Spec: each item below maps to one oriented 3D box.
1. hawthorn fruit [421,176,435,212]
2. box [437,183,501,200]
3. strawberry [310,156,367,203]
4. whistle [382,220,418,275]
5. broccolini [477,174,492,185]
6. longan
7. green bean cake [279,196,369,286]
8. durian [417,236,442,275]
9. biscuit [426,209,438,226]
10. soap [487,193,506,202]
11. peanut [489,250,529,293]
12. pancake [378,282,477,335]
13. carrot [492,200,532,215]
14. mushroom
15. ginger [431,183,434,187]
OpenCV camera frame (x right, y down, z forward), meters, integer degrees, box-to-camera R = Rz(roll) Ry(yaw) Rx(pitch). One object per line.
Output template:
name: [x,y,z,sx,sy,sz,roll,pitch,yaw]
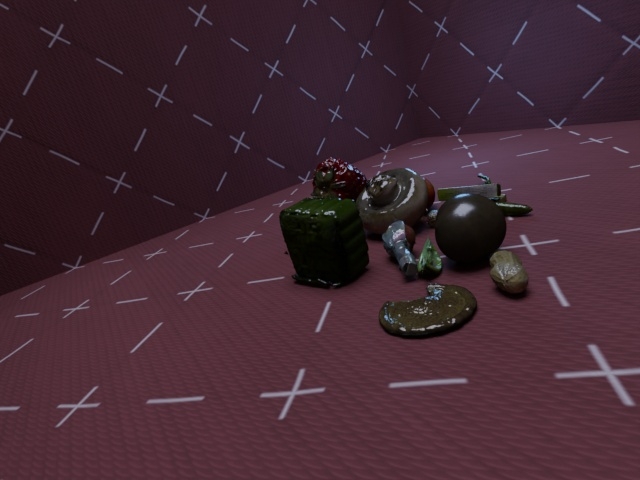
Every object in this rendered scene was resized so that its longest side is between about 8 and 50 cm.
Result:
hawthorn fruit: [0.508,-0.216,2.101,0.197,0.196,0.225,-16,43,-1]
box: [0.700,-0.226,1.914,0.261,0.062,0.175,-3,4,29]
strawberry: [0.136,-0.281,2.181,0.346,0.317,0.295,-9,-19,-36]
whistle: [0.317,0.029,1.577,0.142,0.134,0.346,-57,13,21]
broccolini: [0.860,-0.300,2.198,0.123,0.062,0.271,4,28,10]
longan: [0.525,-0.046,1.452,0.259,0.257,0.258,-14,19,5]
green bean cake: [0.000,0.000,1.619,0.335,0.318,0.218,1,25,41]
durian: [0.383,0.071,1.456,0.086,0.100,0.215,-9,28,22]
biscuit: [0.569,-0.099,1.846,0.169,0.070,0.082,7,36,40]
soap: [0.778,-0.199,2.013,0.252,0.036,0.092,3,25,43]
peanut: [0.577,0.094,1.257,0.099,0.090,0.214,-19,13,22]
pancake: [0.322,0.202,1.235,0.289,0.033,0.286,-7,21,25]
carrot: [0.760,-0.146,1.827,0.359,0.074,0.074,5,28,44]
mushroom: [0.322,-0.202,1.921,0.363,0.294,0.362,-24,40,23]
ginger: [0.592,-0.325,2.448,0.206,0.081,0.115,-3,28,36]
